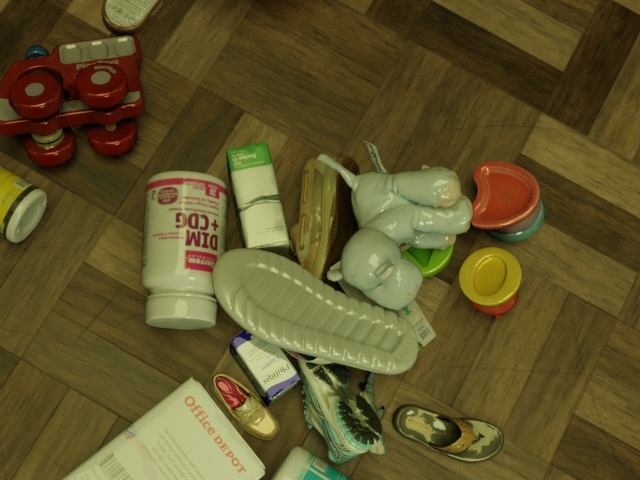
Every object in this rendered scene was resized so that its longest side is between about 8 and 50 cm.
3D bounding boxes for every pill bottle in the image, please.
[{"bbox_3d":[0.025,0.503,1.704,0.264,0.146,0.146,32,74,4],"label":"pill bottle"},{"bbox_3d":[-0.263,0.022,1.801,0.160,0.160,0.283,1,75,-5],"label":"pill bottle"},{"bbox_3d":[-0.652,-0.094,1.818,0.208,0.119,0.119,29,74,4],"label":"pill bottle"}]

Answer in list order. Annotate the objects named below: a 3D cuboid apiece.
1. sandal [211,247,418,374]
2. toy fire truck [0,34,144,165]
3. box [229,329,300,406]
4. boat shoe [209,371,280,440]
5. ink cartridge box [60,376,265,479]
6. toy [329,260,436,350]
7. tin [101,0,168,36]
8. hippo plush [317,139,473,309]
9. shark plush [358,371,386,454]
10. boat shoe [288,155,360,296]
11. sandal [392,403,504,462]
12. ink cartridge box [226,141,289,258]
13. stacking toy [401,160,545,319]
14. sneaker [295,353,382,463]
[{"bbox_3d":[-0.020,0.157,1.740,0.416,0.102,0.169,26,56,-7],"label":"sandal"},{"bbox_3d":[-0.504,-0.305,1.885,0.302,0.169,0.254,-10,52,-9],"label":"toy fire truck"},{"bbox_3d":[-0.108,0.236,1.775,0.072,0.126,0.137,-34,80,-14],"label":"box"},{"bbox_3d":[-0.148,0.317,1.783,0.170,0.059,0.063,40,75,6],"label":"boat shoe"},{"bbox_3d":[-0.284,0.436,1.702,0.306,0.131,0.226,-37,80,-15],"label":"ink cartridge box"},{"bbox_3d":[0.116,0.129,1.853,0.137,0.056,0.237,-34,89,-38],"label":"toy"},{"bbox_3d":[-0.391,-0.521,2.002,0.106,0.040,0.190,33,74,0],"label":"tin"},{"bbox_3d":[0.142,-0.010,1.723,0.294,0.234,0.237,45,47,-35],"label":"hippo plush"},{"bbox_3d":[0.095,0.334,1.820,0.067,0.073,0.161,11,57,-28],"label":"shark plush"},{"bbox_3d":[0.000,0.000,1.867,0.110,0.121,0.341,4,81,32],"label":"boat shoe"},{"bbox_3d":[0.249,0.369,1.806,0.219,0.060,0.090,20,74,0],"label":"sandal"},{"bbox_3d":[-0.125,-0.067,1.842,0.086,0.153,0.209,-11,75,-7],"label":"ink cartridge box"},{"bbox_3d":[0.308,-0.004,1.916,0.279,0.130,0.309,12,69,25],"label":"stacking toy"},{"bbox_3d":[0.000,0.296,1.779,0.110,0.122,0.283,4,47,-41],"label":"sneaker"}]
